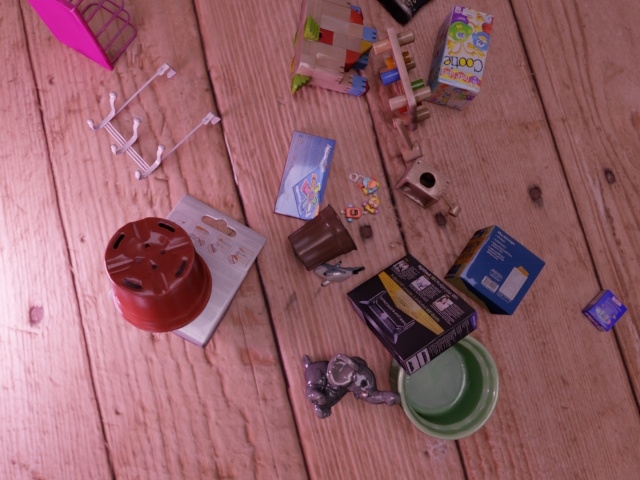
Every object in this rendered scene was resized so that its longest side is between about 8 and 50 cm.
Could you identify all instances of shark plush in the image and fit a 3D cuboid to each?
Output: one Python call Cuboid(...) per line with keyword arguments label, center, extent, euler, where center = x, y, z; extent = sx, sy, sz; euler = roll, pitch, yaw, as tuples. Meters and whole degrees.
Cuboid(label="shark plush", center=(0.061, 0.088, 1.389), extent=(0.162, 0.073, 0.067), euler=(-11, 53, -1))

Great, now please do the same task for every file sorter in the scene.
Cuboid(label="file sorter", center=(-0.701, -0.695, 1.300), extent=(0.202, 0.290, 0.182), euler=(31, 78, -1))

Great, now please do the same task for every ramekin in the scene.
Cuboid(label="ramekin", center=(0.355, 0.415, 1.315), extent=(0.304, 0.148, 0.302), euler=(1, 83, -10))

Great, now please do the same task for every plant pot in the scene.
Cuboid(label="plant pot", center=(-0.424, 0.082, 1.147), extent=(0.273, 0.265, 0.272), euler=(4, 68, -11))
Cuboid(label="plant pot", center=(0.000, 0.000, 1.345), extent=(0.165, 0.167, 0.166), euler=(-31, 86, -2))

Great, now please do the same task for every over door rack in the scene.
Cuboid(label="over door rack", center=(-0.519, -0.380, 1.367), extent=(0.324, 0.108, 0.239), euler=(-42, 89, -9))

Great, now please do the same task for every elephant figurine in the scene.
Cuboid(label="elephant figurine", center=(0.083, 0.402, 1.280), extent=(0.240, 0.169, 0.185), euler=(-28, 102, 11))

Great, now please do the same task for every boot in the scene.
Cuboid(label="boot", center=(0.282, -0.890, 1.524), extent=(0.179, 0.085, 0.236), euler=(-40, 94, -11))

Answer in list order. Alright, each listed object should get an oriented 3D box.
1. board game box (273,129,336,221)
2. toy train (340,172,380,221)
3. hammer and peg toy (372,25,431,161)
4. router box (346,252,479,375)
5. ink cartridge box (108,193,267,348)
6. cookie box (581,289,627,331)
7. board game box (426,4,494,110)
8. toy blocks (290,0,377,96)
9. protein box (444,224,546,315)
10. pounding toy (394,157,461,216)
Cuboid(label="board game box", center=(-0.050, -0.207, 1.429), extent=(0.145, 0.027, 0.280), euler=(13, 81, -2))
Cuboid(label="toy train", center=(0.135, -0.140, 1.428), extent=(0.125, 0.046, 0.166), euler=(7, 82, -5))
Cuboid(label="hammer and peg toy", center=(0.274, -0.447, 1.374), extent=(0.128, 0.266, 0.360), euler=(-16, 83, 12))
Cuboid(label="router box", center=(0.257, 0.200, 1.282), extent=(0.243, 0.309, 0.081), euler=(-32, 130, -8))
Cuboid(label="ink cartridge box", center=(-0.389, 0.087, 1.348), extent=(0.308, 0.091, 0.384), euler=(29, 64, -1))
Cuboid(label="cookie box", center=(0.941, 0.232, 1.459), extent=(0.107, 0.040, 0.092), euler=(-42, 88, -9))
Cuboid(label="board game box", center=(0.459, -0.604, 1.472), extent=(0.142, 0.144, 0.275), euler=(14, 82, -4))
Cuboid(label="toy blocks", center=(0.060, -0.648, 1.441), extent=(0.261, 0.191, 0.380), euler=(8, 82, -16))
Cuboid(label="protein box", center=(0.545, 0.096, 1.391), extent=(0.200, 0.136, 0.201), euler=(37, 81, 0))
Cuboid(label="pounding toy", center=(0.363, -0.165, 1.385), extent=(0.206, 0.181, 0.094), euler=(34, 80, 0))
